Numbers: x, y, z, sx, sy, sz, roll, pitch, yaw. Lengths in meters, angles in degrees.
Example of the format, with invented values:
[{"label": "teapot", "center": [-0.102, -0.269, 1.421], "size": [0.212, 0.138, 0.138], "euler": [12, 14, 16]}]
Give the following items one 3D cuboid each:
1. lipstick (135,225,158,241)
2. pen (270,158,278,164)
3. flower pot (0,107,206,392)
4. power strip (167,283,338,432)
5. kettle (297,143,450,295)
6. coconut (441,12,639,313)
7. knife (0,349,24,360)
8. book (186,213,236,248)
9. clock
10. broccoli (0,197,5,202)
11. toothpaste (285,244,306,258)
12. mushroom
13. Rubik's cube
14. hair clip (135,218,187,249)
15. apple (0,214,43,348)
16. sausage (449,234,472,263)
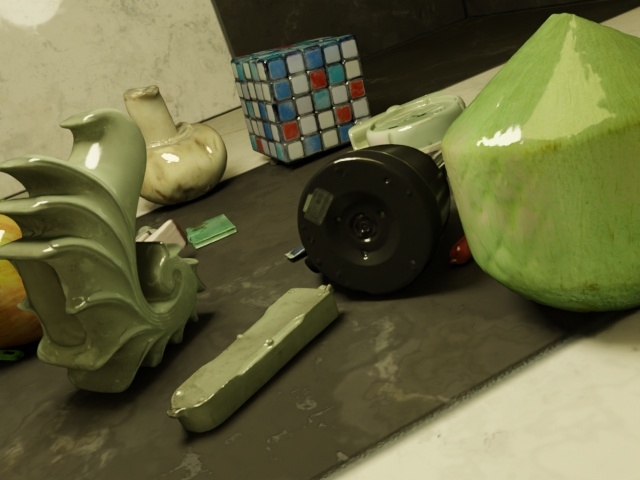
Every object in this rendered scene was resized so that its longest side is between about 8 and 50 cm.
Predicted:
[{"label": "lipstick", "center": [-0.400, -0.004, 1.479], "size": [0.063, 0.057, 0.186], "euler": [-24, 16, -13]}, {"label": "pen", "center": [-0.122, -0.270, 1.930], "size": [0.025, 0.025, 0.204], "euler": [-14, 21, 14]}, {"label": "flower pot", "center": [-0.321, 0.016, 0.916], "size": [0.164, 0.368, 0.254], "euler": [-1, 28, 31]}, {"label": "power strip", "center": [-0.083, 0.148, 0.831], "size": [0.080, 0.048, 0.286], "euler": [-1, 27, 43]}, {"label": "kettle", "center": [0.107, -0.043, 0.997], "size": [0.207, 0.251, 0.271], "euler": [23, 29, 17]}, {"label": "coconut", "center": [0.292, -0.087, 0.704], "size": [0.328, 0.328, 0.281], "euler": [2, 27, 44]}, {"label": "knife", "center": [-0.611, 0.208, 1.189], "size": [0.212, 0.015, 0.054], "euler": [-4, 18, 36]}, {"label": "book", "center": [-0.252, -0.022, 1.441], "size": [0.103, 0.017, 0.135], "euler": [-23, 21, -12]}, {"label": "clock", "center": [0.223, -0.242, 1.433], "size": [0.265, 0.109, 0.324], "euler": [-23, 19, -6]}, {"label": "broccoli", "center": [-0.751, 0.044, 1.383], "size": [0.260, 0.235, 0.288], "euler": [-35, 47, 46]}, {"label": "toothpaste", "center": [0.000, 0.000, 1.165], "size": [0.140, 0.021, 0.037], "euler": [-27, 15, -15]}, {"label": "mushroom", "center": [-0.425, -0.272, 1.771], "size": [0.314, 0.336, 0.314], "euler": [-12, 30, 7]}, {"label": "Rubik's cube", "center": [-0.054, -0.407, 1.811], "size": [0.287, 0.293, 0.292], "euler": [-21, 20, -19]}, {"label": "hair clip", "center": [-0.371, 0.079, 1.204], "size": [0.101, 0.085, 0.331], "euler": [-11, 28, 27]}, {"label": "apple", "center": [-0.588, 0.076, 1.167], "size": [0.264, 0.264, 0.264], "euler": [-17, 21, 7]}, {"label": "sausage", "center": [0.272, -0.029, 0.984], "size": [0.253, 0.034, 0.034], "euler": [-34, 25, -35]}]
